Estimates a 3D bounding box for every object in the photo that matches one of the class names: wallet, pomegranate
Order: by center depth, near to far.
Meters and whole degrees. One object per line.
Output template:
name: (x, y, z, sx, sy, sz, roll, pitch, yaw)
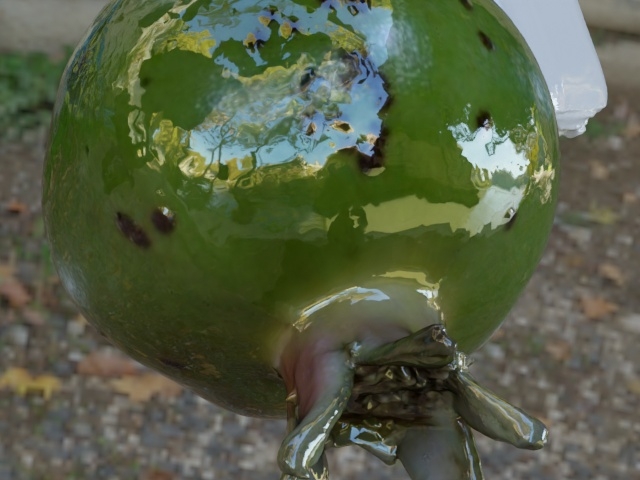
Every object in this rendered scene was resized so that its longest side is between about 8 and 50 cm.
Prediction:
pomegranate: (0.000, 0.000, 0.563, 0.181, 0.181, 0.224, 4, 45, -19)
wallet: (0.101, -0.144, 0.894, 0.033, 0.190, 0.095, -20, -3, 36)
